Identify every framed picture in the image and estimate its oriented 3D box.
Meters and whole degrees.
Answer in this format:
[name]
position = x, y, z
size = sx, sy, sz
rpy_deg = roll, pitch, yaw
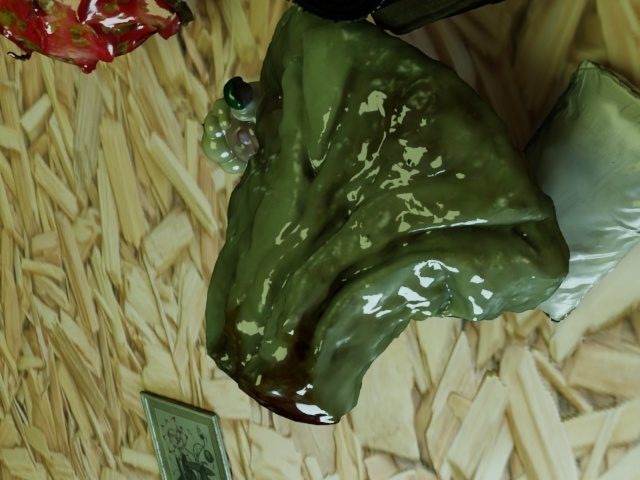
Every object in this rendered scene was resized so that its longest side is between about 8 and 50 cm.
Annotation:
[framed picture]
position = -0.180, 0.331, 1.497
size = 0.173, 0.010, 0.231
rpy_deg = 6, 114, 44

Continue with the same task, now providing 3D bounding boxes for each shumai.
[shumai]
position = 0.000, 0.000, 0.842
size = 0.304, 0.263, 0.309
rpy_deg = 51, 160, -19

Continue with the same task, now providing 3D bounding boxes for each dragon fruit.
[dragon fruit]
position = -0.247, -0.282, 1.115
size = 0.268, 0.210, 0.205
rpy_deg = 19, 108, 17

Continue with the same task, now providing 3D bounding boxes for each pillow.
[pillow]
position = 0.209, -0.035, 0.869
size = 0.128, 0.051, 0.229
rpy_deg = 51, 140, 18

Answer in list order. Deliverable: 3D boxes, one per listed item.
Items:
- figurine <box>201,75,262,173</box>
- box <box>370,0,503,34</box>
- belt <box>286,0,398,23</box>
[figurine]
position = -0.037, -0.114, 1.051
size = 0.197, 0.093, 0.147
rpy_deg = 0, 145, 46
[box]
position = 0.098, -0.313, 0.769
size = 0.184, 0.143, 0.273
rpy_deg = -16, 99, 48
[belt]
position = 0.002, -0.249, 0.736
size = 0.198, 0.078, 0.151
rpy_deg = 56, 143, 2
